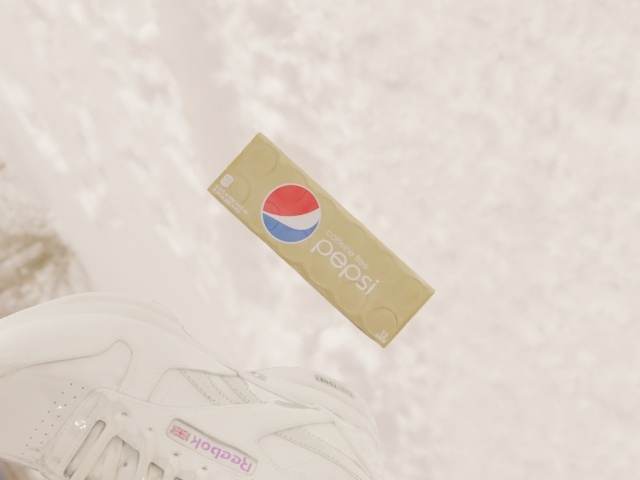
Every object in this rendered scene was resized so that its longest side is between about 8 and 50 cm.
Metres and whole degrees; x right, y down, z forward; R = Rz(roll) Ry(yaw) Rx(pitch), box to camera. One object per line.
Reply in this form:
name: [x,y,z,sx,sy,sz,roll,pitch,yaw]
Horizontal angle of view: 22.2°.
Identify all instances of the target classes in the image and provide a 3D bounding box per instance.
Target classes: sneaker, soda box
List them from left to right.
sneaker: [-0.078,0.124,0.956,0.114,0.305,0.152,-57,32,27]
soda box: [0.000,0.000,1.242,0.181,0.061,0.058,42,179,-2]
